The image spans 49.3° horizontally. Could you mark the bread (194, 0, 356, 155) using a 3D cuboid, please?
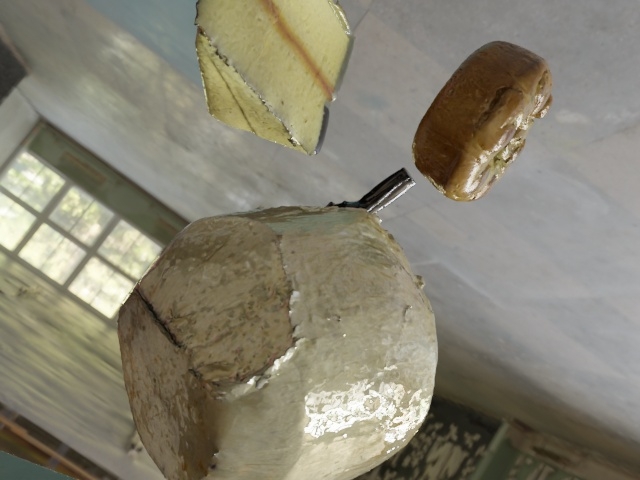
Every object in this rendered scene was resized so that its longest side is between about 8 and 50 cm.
[{"bbox_3d":[-0.049,-0.346,1.156,0.242,0.346,0.405,18,163,-6],"label":"bread"}]

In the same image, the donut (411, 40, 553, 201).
[{"bbox_3d":[0.220,-0.159,0.941,0.113,0.227,0.226,39,170,16],"label":"donut"}]

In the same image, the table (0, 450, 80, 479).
[{"bbox_3d":[-0.336,0.295,0.712,0.240,0.111,0.121,19,180,4],"label":"table"}]

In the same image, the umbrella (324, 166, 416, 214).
[{"bbox_3d":[0.000,0.000,1.074,0.118,0.340,0.118,49,-168,-14],"label":"umbrella"}]

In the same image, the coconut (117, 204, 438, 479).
[{"bbox_3d":[-0.035,0.121,0.833,0.360,0.347,0.346,-11,-157,-38],"label":"coconut"}]
